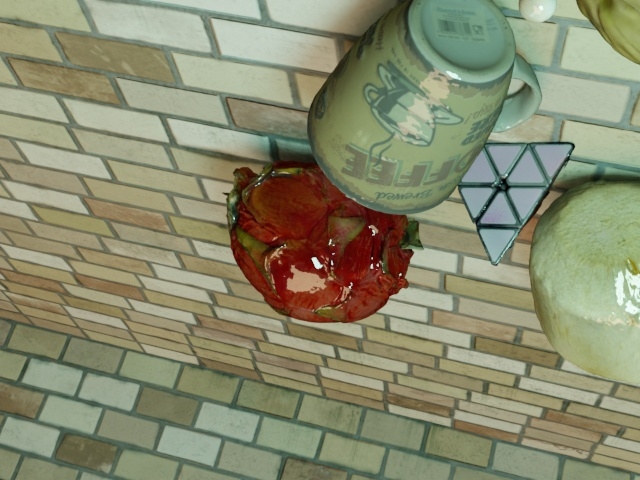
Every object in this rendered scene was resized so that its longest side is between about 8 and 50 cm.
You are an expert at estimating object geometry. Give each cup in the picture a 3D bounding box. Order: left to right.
[{"bbox_3d":[0.164,-0.186,1.209,0.301,0.227,0.257,-5,160,-23],"label":"cup"}]

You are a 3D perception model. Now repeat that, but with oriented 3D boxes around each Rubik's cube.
[{"bbox_3d":[0.274,-0.116,1.456,0.178,0.211,0.190,35,124,8],"label":"Rubik's cube"}]

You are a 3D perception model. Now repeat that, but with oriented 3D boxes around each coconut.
[{"bbox_3d":[0.461,0.067,1.443,0.328,0.329,0.329,14,156,7],"label":"coconut"}]

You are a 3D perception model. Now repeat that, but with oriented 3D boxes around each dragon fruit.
[{"bbox_3d":[0.000,0.000,1.602,0.342,0.278,0.277,6,157,-6],"label":"dragon fruit"}]

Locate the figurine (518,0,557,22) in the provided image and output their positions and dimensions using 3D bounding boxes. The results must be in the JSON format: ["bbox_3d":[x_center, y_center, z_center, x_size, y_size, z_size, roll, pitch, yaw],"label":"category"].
[{"bbox_3d":[0.200,-0.317,0.963,0.276,0.200,0.133,-4,-170,42],"label":"figurine"}]

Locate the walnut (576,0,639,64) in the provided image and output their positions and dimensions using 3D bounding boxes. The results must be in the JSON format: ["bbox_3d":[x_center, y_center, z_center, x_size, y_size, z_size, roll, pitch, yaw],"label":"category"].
[{"bbox_3d":[0.344,-0.274,0.736,0.332,0.333,0.333,14,156,7],"label":"walnut"}]
